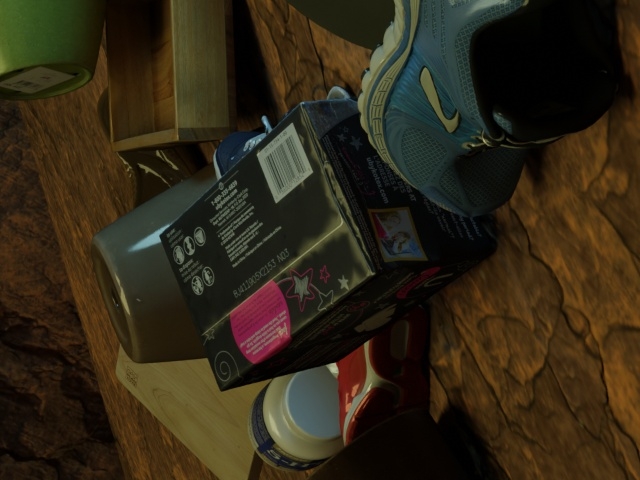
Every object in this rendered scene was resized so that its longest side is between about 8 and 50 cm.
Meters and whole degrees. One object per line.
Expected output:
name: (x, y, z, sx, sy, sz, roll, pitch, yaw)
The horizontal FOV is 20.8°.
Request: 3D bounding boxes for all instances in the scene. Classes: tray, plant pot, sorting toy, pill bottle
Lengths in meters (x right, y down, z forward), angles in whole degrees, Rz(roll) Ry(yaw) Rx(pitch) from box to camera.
tray: (-0.180, -0.211, 2.044, 0.411, 0.076, 0.203, -176, 84, -74)
plant pot: (-0.122, 0.030, 1.921, 0.263, 0.229, 0.263, 161, 90, -75)
sorting toy: (-0.129, 0.144, 2.189, 0.257, 0.089, 0.255, 41, 137, 28)
pill bottle: (-0.014, 0.194, 1.955, 0.186, 0.112, 0.112, 127, 123, -72)
plant pot: (0.092, 0.312, 1.625, 0.230, 0.215, 0.215, 48, 157, 20)
plant pot: (-0.370, -0.332, 2.162, 0.275, 0.275, 0.293, 132, 129, -72)

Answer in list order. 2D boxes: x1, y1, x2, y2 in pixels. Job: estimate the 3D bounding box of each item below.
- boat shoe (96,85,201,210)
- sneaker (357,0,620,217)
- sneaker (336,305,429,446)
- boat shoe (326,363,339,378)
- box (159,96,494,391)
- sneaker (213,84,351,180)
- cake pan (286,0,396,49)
boat shoe: (-0.198, -0.076, 2.319, 0.098, 0.109, 0.302, 13, -133, -62)
sneaker: (0.111, -0.100, 1.154, 0.147, 0.130, 0.330, 57, 167, 27)
sneaker: (0.045, 0.105, 1.716, 0.128, 0.087, 0.221, 57, 146, 40)
boat shoe: (0.029, 0.075, 1.766, 0.183, 0.065, 0.083, 50, 126, 2)
box: (0.000, 0.000, 1.486, 0.247, 0.142, 0.163, -39, 68, 46)
sneaker: (-0.031, -0.089, 1.703, 0.282, 0.099, 0.153, 38, 149, 51)
cake pan: (0.010, -0.246, 1.248, 0.293, 0.054, 0.293, 36, 157, 18)
